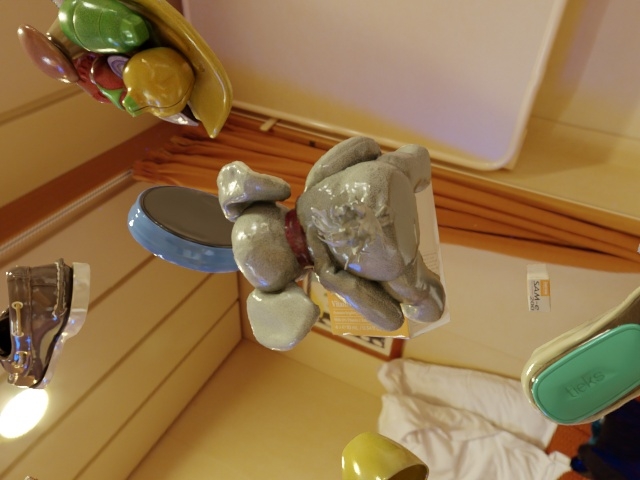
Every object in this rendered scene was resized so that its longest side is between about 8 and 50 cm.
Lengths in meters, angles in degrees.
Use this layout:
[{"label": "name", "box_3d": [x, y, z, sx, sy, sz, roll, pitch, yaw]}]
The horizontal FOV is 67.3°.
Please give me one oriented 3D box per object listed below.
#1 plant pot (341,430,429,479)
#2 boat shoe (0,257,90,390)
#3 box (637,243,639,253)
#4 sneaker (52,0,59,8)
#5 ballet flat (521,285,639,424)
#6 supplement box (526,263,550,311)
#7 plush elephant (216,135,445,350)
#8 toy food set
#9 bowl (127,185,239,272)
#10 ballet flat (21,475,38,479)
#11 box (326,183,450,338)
[{"label": "plant pot", "box_3d": [0.086, 0.359, 0.748, 0.134, 0.095, 0.134, -18, -52, -25]}, {"label": "boat shoe", "box_3d": [-0.426, 0.133, 0.704, 0.097, 0.116, 0.324, 9, -38, -37]}, {"label": "box", "box_3d": [0.475, -0.059, 0.475, 0.290, 0.087, 0.169, -5, -66, -20]}, {"label": "sneaker", "box_3d": [-0.370, -0.415, 0.898, 0.283, 0.122, 0.110, 40, -140, -30]}, {"label": "ballet flat", "box_3d": [0.279, 0.069, 0.390, 0.248, 0.086, 0.086, -36, -5, 26]}, {"label": "supplement box", "box_3d": [0.396, 0.084, 0.876, 0.098, 0.036, 0.062, -30, -65, -65]}, {"label": "plush elephant", "box_3d": [0.000, 0.000, 0.655, 0.330, 0.255, 0.271, -1, -97, -61]}, {"label": "toy food set", "box_3d": [-0.168, -0.136, 0.378, 0.071, 0.218, 0.128, -51, -29, -18]}, {"label": "bowl", "box_3d": [-0.366, -0.047, 1.439, 0.391, 0.391, 0.077, -29, -33, -62]}, {"label": "ballet flat", "box_3d": [-0.535, 0.573, 0.914, 0.091, 0.077, 0.241, 104, 156, -55]}, {"label": "box", "box_3d": [0.134, 0.027, 1.070, 0.168, 0.215, 0.345, -8, -90, -46]}]
